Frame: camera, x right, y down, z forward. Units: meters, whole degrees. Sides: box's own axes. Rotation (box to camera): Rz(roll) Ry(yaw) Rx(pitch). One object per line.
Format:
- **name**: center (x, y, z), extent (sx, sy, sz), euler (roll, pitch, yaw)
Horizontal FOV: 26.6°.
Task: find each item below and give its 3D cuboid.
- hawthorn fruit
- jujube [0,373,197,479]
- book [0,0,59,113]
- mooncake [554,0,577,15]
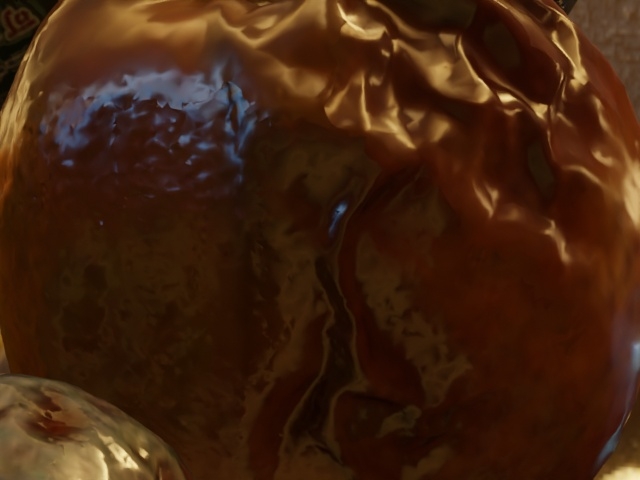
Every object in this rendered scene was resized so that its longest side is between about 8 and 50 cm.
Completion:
- **hawthorn fruit**: center (0.000, 0.000, 0.889), extent (0.472, 0.472, 0.472), euler (8, -35, 6)
- **jujube**: center (-0.142, 0.195, 0.546), extent (0.246, 0.308, 0.215), euler (17, -46, -22)
- **book**: center (-0.365, -0.267, 1.289), extent (0.371, 0.260, 0.043), euler (68, -17, -12)
- **mooncake**: center (0.250, -0.303, 1.533), extent (0.104, 0.168, 0.175), euler (23, -45, 7)
